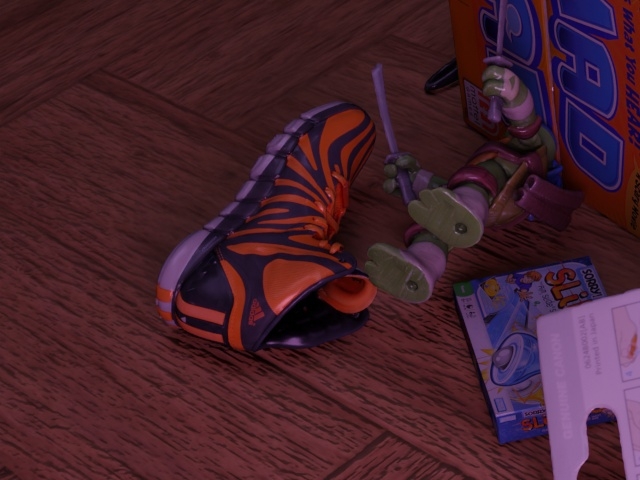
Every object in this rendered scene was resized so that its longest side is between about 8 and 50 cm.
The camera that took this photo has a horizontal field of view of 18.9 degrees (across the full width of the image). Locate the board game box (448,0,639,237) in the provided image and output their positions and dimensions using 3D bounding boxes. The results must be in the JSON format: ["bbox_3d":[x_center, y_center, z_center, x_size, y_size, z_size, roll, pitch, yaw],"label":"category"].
[{"bbox_3d":[0.368,-0.267,1.929,0.356,0.356,0.356,-27,38,-21],"label":"board game box"}]

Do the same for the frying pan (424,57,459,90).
[{"bbox_3d":[0.246,-0.280,2.239,0.326,0.053,0.197,-21,24,-2],"label":"frying pan"}]

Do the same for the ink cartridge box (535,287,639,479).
[{"bbox_3d":[0.375,0.165,1.478,0.385,0.091,0.308,-15,62,21],"label":"ink cartridge box"}]

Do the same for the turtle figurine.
[{"bbox_3d":[0.115,-0.085,1.834,0.198,0.275,0.266,-11,25,32],"label":"turtle figurine"}]

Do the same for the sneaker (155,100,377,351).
[{"bbox_3d":[0.000,0.000,1.879,0.180,0.124,0.321,21,56,31],"label":"sneaker"}]

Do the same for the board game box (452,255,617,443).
[{"bbox_3d":[0.206,0.096,1.744,0.136,0.035,0.201,-12,35,-2],"label":"board game box"}]
